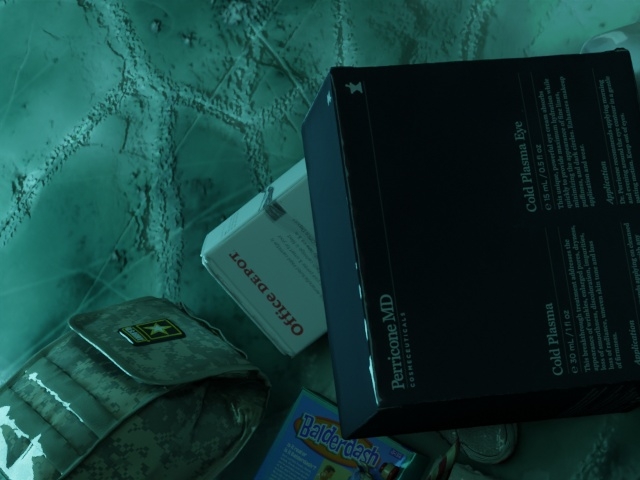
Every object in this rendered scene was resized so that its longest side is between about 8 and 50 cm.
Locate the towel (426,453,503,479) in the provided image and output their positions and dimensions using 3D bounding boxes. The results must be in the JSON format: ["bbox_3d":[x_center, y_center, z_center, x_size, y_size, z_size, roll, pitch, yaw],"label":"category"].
[{"bbox_3d":[0.207,0.349,1.763,0.282,0.049,0.187,19,84,30],"label":"towel"}]

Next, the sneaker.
[{"bbox_3d":[0.122,0.145,1.816,0.088,0.093,0.225,-40,84,11],"label":"sneaker"}]

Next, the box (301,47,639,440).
[{"bbox_3d":[0.163,0.004,1.715,0.312,0.179,0.343,-4,75,-13],"label":"box"}]

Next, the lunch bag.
[{"bbox_3d":[-0.217,0.189,1.905,0.287,0.169,0.235,-43,36,-12],"label":"lunch bag"}]

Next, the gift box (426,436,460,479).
[{"bbox_3d":[0.214,0.325,1.598,0.258,0.255,0.276,-3,80,24],"label":"gift box"}]

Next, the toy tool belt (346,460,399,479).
[{"bbox_3d":[0.040,0.259,1.811,0.051,0.052,0.083,35,91,19],"label":"toy tool belt"}]

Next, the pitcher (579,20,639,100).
[{"bbox_3d":[0.393,-0.159,1.782,0.177,0.125,0.207,-34,52,1],"label":"pitcher"}]

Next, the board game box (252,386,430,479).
[{"bbox_3d":[0.000,0.289,1.877,0.160,0.047,0.210,29,90,29],"label":"board game box"}]

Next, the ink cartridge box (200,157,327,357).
[{"bbox_3d":[0.000,0.000,1.894,0.218,0.092,0.158,-38,103,10],"label":"ink cartridge box"}]
